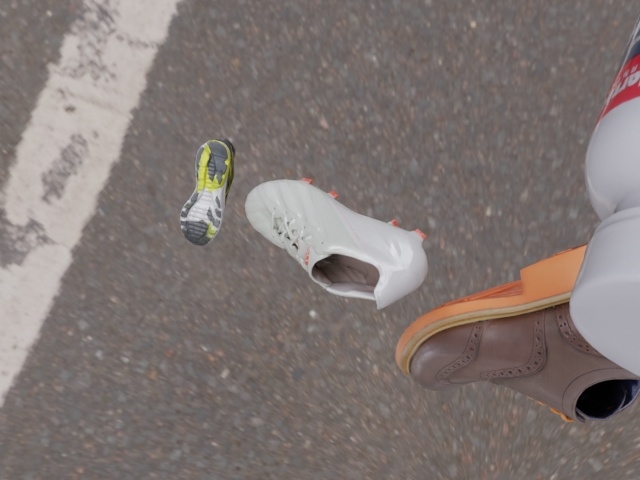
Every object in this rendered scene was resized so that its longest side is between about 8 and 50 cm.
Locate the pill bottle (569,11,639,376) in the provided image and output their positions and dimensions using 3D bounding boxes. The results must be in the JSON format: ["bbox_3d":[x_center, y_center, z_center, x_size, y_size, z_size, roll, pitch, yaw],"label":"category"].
[{"bbox_3d":[0.154,-0.041,0.436,0.108,0.108,0.180,20,66,12],"label":"pill bottle"}]

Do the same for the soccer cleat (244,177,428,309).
[{"bbox_3d":[0.000,0.000,1.019,0.196,0.068,0.076,21,47,37],"label":"soccer cleat"}]

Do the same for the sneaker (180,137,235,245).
[{"bbox_3d":[-0.076,-0.035,0.886,0.031,0.035,0.083,22,114,9],"label":"sneaker"}]

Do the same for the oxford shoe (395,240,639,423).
[{"bbox_3d":[0.175,0.095,1.008,0.130,0.363,0.133,-17,81,-27],"label":"oxford shoe"}]
